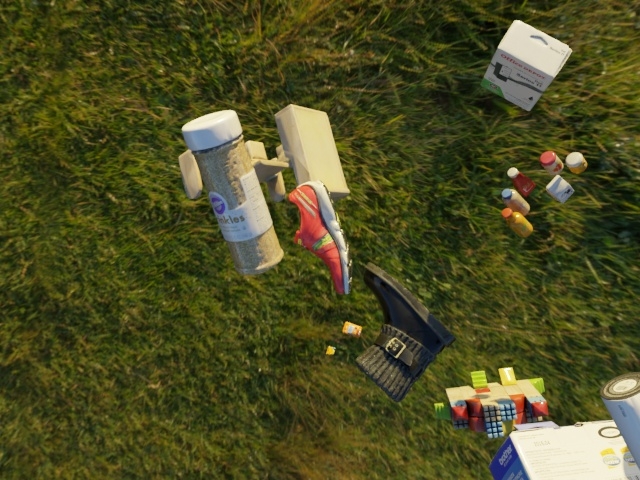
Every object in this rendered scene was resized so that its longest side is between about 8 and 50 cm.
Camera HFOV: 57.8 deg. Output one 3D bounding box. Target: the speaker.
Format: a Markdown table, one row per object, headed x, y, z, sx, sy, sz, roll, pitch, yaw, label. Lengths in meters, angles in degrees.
| x | y | z | sx | sy | sz | roll | pitch | yaw | label |
| --- | --- | --- | --- | --- | --- | --- | --- | --- | --- |
| 0.349 | 0.210 | 0.604 | 0.055 | 0.055 | 0.136 | -29 | 92 | 4 | speaker |

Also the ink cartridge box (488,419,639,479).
| x | y | z | sx | sy | sz | roll | pitch | yaw | label |
| --- | --- | --- | --- | --- | --- | --- | --- | --- | --- |
| 0.515 | 0.511 | 1.123 | 0.270 | 0.395 | 0.151 | -1 | 134 | -14 | ink cartridge box |

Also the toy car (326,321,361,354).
| x | y | z | sx | sy | sz | roll | pitch | yaw | label |
| --- | --- | --- | --- | --- | --- | --- | --- | --- | --- |
| 0.075 | 0.286 | 1.641 | 0.060 | 0.040 | 0.122 | 41 | 73 | -21 | toy car |

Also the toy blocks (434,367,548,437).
| x | y | z | sx | sy | sz | roll | pitch | yaw | label |
| --- | --- | --- | --- | --- | --- | --- | --- | --- | --- |
| 0.578 | 0.558 | 1.921 | 0.381 | 0.261 | 0.190 | -9 | 92 | 7 | toy blocks |

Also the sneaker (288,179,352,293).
| x | y | z | sx | sy | sz | roll | pitch | yaw | label |
| --- | --- | --- | --- | --- | --- | --- | --- | --- | --- |
| 0.000 | 0.000 | 1.373 | 0.118 | 0.107 | 0.279 | -19 | 89 | 7 | sneaker |

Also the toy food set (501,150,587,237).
| x | y | z | sx | sy | sz | roll | pitch | yaw | label |
| --- | --- | --- | --- | --- | --- | --- | --- | --- | --- |
| 0.508 | -0.132 | 1.366 | 0.104 | 0.111 | 0.232 | 31 | 104 | -41 | toy food set |

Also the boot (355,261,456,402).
| x | y | z | sx | sy | sz | roll | pitch | yaw | label |
| --- | --- | --- | --- | --- | --- | --- | --- | --- | --- |
| 0.182 | 0.255 | 1.657 | 0.260 | 0.131 | 0.348 | -44 | 70 | 2 | boot |

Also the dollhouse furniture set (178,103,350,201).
| x | y | z | sx | sy | sz | roll | pitch | yaw | label |
| --- | --- | --- | --- | --- | --- | --- | --- | --- | --- |
| -0.142 | -0.188 | 1.718 | 0.394 | 0.362 | 0.256 | -23 | 77 | 37 | dollhouse furniture set |

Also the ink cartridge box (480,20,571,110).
| x | y | z | sx | sy | sz | roll | pitch | yaw | label |
| --- | --- | --- | --- | --- | --- | --- | --- | --- | --- |
| 0.497 | -0.423 | 1.424 | 0.153 | 0.208 | 0.087 | 32 | 84 | 9 | ink cartridge box |

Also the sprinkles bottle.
| x | y | z | sx | sy | sz | roll | pitch | yaw | label |
| --- | --- | --- | --- | --- | --- | --- | --- | --- | --- |
| -0.187 | -0.101 | 1.282 | 0.121 | 0.121 | 0.355 | -17 | 113 | 2 | sprinkles bottle |
